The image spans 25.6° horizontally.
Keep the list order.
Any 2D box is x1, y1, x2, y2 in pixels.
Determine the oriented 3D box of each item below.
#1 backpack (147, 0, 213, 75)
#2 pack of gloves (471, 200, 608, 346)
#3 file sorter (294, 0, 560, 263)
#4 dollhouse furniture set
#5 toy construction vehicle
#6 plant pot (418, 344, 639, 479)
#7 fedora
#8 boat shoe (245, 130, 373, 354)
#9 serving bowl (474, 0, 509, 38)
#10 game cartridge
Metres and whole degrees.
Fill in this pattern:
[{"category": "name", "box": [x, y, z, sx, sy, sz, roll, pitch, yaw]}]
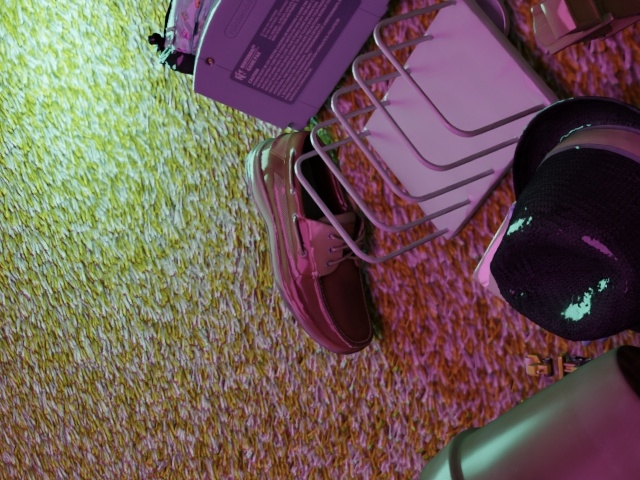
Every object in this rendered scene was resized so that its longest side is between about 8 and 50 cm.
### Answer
[{"category": "backpack", "box": [-0.144, -0.322, 1.970, 0.115, 0.152, 0.182, 26, 109, 29]}, {"category": "pack of gloves", "box": [0.312, -0.003, 1.700, 0.195, 0.046, 0.232, 36, 115, 29]}, {"category": "file sorter", "box": [0.114, -0.130, 1.722, 0.193, 0.173, 0.278, 53, 141, 17]}, {"category": "dollhouse furniture set", "box": [0.260, -0.295, 1.544, 0.101, 0.182, 0.161, -28, 84, 45]}, {"category": "toy construction vehicle", "box": [0.294, 0.184, 1.772, 0.098, 0.035, 0.086, 10, 110, 42]}, {"category": "plant pot", "box": [0.320, 0.279, 1.620, 0.323, 0.323, 0.280, 47, 114, 23]}, {"category": "fedora", "box": [0.287, 0.008, 1.502, 0.334, 0.152, 0.334, 40, 149, 30]}, {"category": "boat shoe", "box": [0.000, 0.000, 1.940, 0.116, 0.123, 0.324, -25, 87, 43]}, {"category": "serving bowl", "box": [0.200, -0.266, 1.722, 0.083, 0.027, 0.083, 15, 113, 40]}, {"category": "game cartridge", "box": [-0.044, -0.282, 1.850, 0.198, 0.062, 0.297, 25, 131, -15]}]
